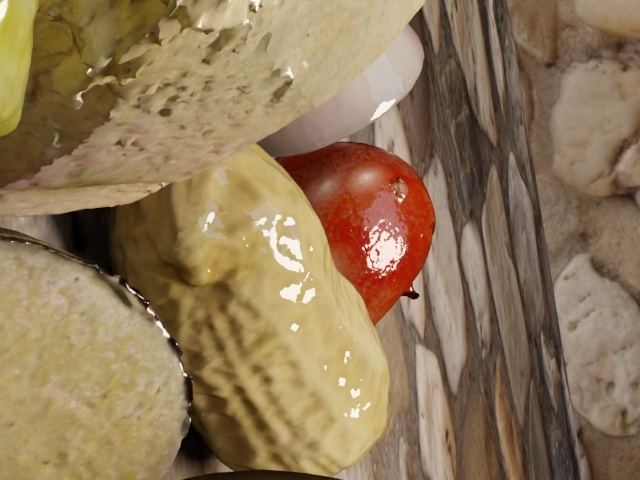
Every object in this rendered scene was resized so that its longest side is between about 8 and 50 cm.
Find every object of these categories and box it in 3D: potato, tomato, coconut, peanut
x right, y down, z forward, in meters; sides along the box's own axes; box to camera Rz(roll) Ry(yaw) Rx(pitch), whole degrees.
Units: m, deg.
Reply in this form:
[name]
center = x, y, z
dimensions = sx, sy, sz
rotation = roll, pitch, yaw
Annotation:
[potato]
center = -0.165, 0.057, 0.746
dimensions = 0.202, 0.182, 0.117
rotation = 37, 7, -45
[tomato]
center = 0.000, 0.000, 1.309
dimensions = 0.167, 0.167, 0.167
rotation = -7, 90, -74
[coconut]
center = -0.114, -0.161, 0.719
dimensions = 0.297, 0.309, 0.297
rotation = 12, 70, -35
[peanut]
center = -0.048, 0.044, 1.123
dimensions = 0.313, 0.152, 0.152
rotation = 60, 28, -48

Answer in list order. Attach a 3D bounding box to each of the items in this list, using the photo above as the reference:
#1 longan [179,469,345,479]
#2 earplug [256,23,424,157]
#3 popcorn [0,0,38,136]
[longan]
center = -0.022, 0.251, 0.849
dimensions = 0.297, 0.297, 0.297
rotation = -7, 90, -74
[earplug]
center = -0.056, -0.226, 1.199
dimensions = 0.172, 0.172, 0.301
rotation = -78, 150, -49
[popcorn]
center = -0.200, -0.072, 0.465
dimensions = 0.293, 0.293, 0.237
rotation = -70, 143, -58
